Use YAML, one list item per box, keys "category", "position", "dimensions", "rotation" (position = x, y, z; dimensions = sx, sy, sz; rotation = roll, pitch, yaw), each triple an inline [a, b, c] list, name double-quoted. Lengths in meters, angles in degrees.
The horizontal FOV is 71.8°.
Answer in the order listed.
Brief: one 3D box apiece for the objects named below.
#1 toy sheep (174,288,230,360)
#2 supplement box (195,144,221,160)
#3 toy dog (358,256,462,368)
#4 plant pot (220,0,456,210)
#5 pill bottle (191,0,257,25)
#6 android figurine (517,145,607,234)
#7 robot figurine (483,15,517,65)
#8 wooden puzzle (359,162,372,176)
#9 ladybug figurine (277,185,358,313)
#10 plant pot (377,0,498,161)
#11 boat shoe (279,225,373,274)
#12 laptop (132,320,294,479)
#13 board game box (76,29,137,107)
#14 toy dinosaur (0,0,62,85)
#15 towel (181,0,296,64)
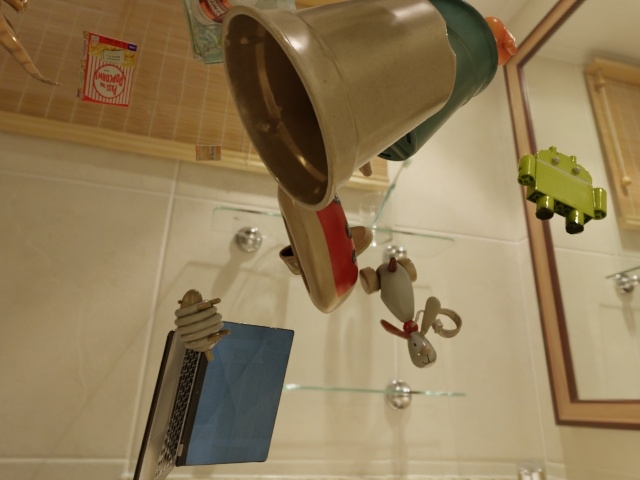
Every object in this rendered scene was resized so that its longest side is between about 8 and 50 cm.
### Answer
- category: "toy sheep"
  position: [-0.211, 0.150, 0.780]
  dimensions: [0.091, 0.132, 0.091]
  rotation: [-16, -2, -1]
- category: "supplement box"
  position: [-0.453, -0.354, 1.787]
  dimensions: [0.098, 0.062, 0.036]
  rotation: [-4, 15, -17]
- category: "toy dog"
  position: [0.242, 0.173, 1.239]
  dimensions: [0.220, 0.334, 0.161]
  rotation: [-38, -21, -16]
- category: "plant pot"
  position: [0.045, -0.268, 0.757]
  dimensions: [0.305, 0.334, 0.334]
  rotation: [-30, -12, -18]
- category: "pill bottle"
  position: [-0.288, -0.714, 1.302]
  dimensions: [0.121, 0.121, 0.221]
  rotation: [21, -9, -41]
- category: "android figurine"
  position: [0.630, -0.144, 1.157]
  dimensions: [0.248, 0.273, 0.056]
  rotation: [26, -35, 0]
- category: "robot figurine"
  position: [0.581, -0.680, 1.514]
  dimensions: [0.128, 0.158, 0.219]
  rotation: [-29, -23, 35]
- category: "wooden puzzle"
  position: [0.087, -0.347, 1.454]
  dimensions: [0.044, 0.239, 0.221]
  rotation: [-34, -36, -4]
- category: "ladybug figurine"
  position: [0.000, 0.000, 1.269]
  dimensions: [0.162, 0.305, 0.449]
  rotation: [-19, -60, -7]
- category: "plant pot"
  position: [0.239, -0.417, 1.199]
  dimensions: [0.341, 0.334, 0.341]
  rotation: [35, -18, 13]
- category: "boat shoe"
  position: [0.017, 0.023, 1.556]
  dimensions: [0.341, 0.122, 0.110]
  rotation: [-23, -46, 16]
- category: "laptop"
  position: [-0.233, 0.405, 1.077]
  dimensions: [0.236, 0.382, 0.408]
  rotation: [12, -4, 3]
- category: "board game box"
  position: [-0.643, -0.510, 1.331]
  dimensions: [0.045, 0.193, 0.146]
  rotation: [29, 23, 29]
- category: "toy dinosaur"
  position: [-0.303, -0.206, 0.399]
  dimensions: [0.064, 0.211, 0.112]
  rotation: [-37, 13, 7]
- category: "towel"
  position: [-0.271, -0.779, 1.481]
  dimensions: [0.374, 0.321, 0.090]
  rotation: [-13, 8, -8]
